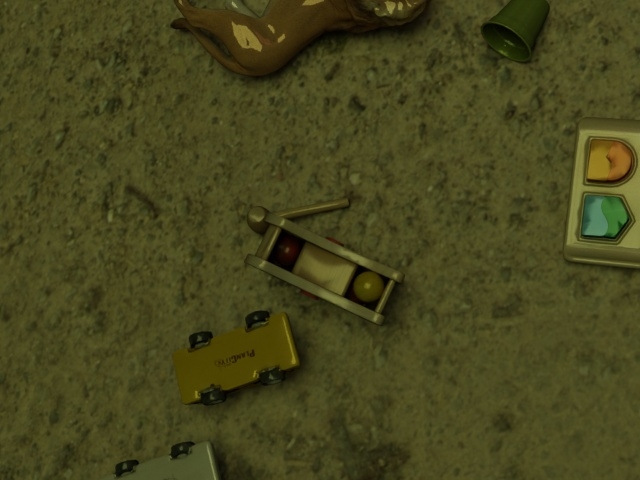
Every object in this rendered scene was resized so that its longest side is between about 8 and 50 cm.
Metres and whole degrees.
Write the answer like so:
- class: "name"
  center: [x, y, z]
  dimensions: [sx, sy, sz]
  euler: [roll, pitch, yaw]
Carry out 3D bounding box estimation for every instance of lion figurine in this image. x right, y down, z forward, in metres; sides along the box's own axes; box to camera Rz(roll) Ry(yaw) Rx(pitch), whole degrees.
- class: "lion figurine"
  center: [-0.032, -0.345, 1.717]
  dimensions: [0.392, 0.142, 0.240]
  euler: [-34, 77, 23]

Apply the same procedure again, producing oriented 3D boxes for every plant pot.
- class: "plant pot"
  center: [0.281, -0.309, 1.628]
  dimensions: [0.083, 0.083, 0.079]
  euler: [31, 77, 21]

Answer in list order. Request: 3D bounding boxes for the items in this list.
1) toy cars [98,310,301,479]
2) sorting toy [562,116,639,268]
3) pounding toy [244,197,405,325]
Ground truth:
- class: "toy cars"
  center: [-0.160, 0.260, 1.635]
  dimensions: [0.176, 0.087, 0.393]
  euler: [31, 92, 26]
- class: "sorting toy"
  center: [0.429, -0.064, 1.542]
  dimensions: [0.193, 0.038, 0.208]
  euler: [6, 79, 19]
- class: "pounding toy"
  center: [0.000, 0.000, 1.602]
  dimensions: [0.269, 0.154, 0.155]
  euler: [24, 86, 20]
